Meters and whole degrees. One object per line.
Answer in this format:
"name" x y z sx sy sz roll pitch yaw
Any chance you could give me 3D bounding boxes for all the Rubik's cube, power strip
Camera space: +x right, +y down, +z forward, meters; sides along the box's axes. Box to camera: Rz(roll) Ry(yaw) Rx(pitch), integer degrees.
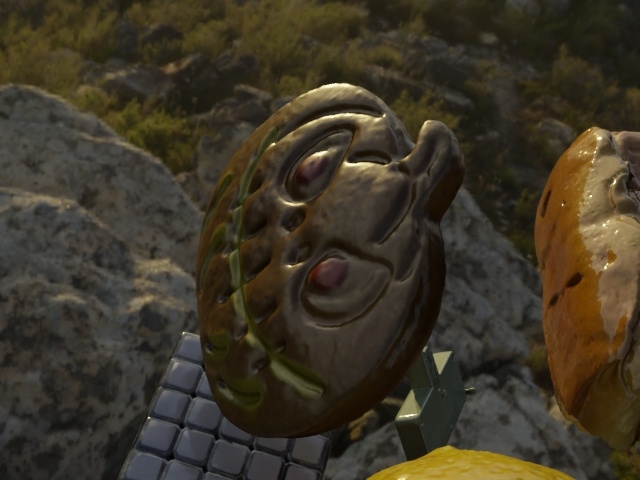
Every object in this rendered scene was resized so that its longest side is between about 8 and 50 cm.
"Rubik's cube" -0.115 0.297 1.117 0.237 0.237 0.238 14 49 4
"power strip" 0.163 0.220 1.253 0.061 0.145 0.216 -14 14 25

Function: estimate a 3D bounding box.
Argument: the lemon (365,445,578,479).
"lemon" 0.148 0.367 0.809 0.350 0.349 0.387 8 -4 -16

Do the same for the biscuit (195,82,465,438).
"biscuit" -0.006 -0.004 0.876 0.070 0.350 0.394 31 29 -40

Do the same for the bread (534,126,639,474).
"bread" 0.283 0.047 0.797 0.149 0.195 0.344 2 42 9
